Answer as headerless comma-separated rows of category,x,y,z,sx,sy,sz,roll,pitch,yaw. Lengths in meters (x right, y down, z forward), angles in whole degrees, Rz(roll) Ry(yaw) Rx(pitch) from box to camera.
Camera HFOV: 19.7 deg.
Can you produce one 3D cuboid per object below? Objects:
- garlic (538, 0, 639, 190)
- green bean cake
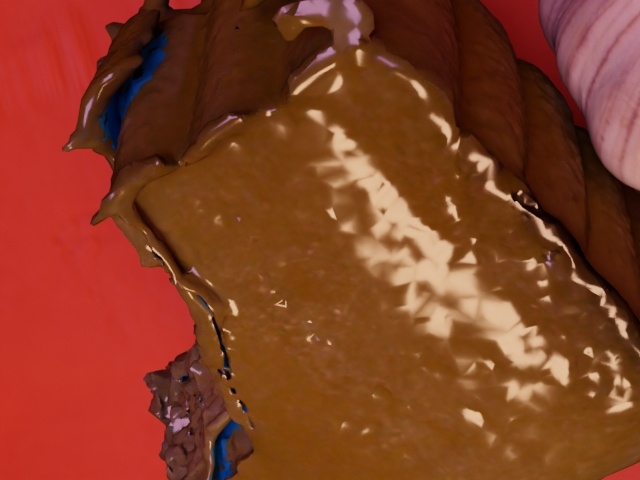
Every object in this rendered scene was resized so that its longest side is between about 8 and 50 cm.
garlic,0.192,-0.140,0.811,0.199,0.226,0.199,-5,53,7
green bean cake,0.000,0.000,0.900,0.285,0.202,0.310,-26,121,24
